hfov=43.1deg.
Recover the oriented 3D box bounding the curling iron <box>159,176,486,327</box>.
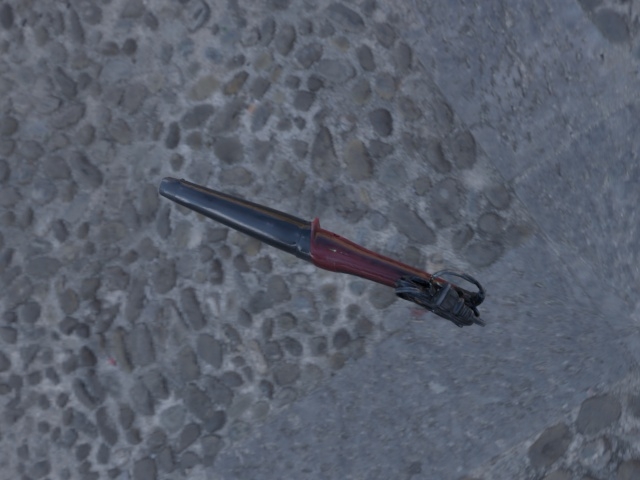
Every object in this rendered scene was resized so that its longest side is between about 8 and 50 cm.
[{"bbox_3d":[0.000,0.000,0.612,0.273,0.068,0.035,23,79,15],"label":"curling iron"}]
